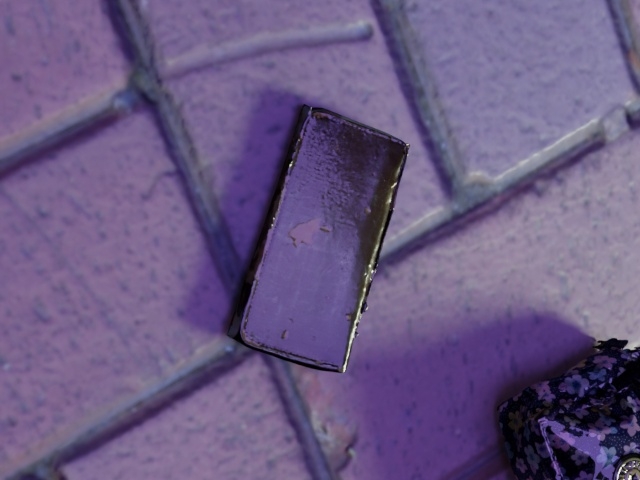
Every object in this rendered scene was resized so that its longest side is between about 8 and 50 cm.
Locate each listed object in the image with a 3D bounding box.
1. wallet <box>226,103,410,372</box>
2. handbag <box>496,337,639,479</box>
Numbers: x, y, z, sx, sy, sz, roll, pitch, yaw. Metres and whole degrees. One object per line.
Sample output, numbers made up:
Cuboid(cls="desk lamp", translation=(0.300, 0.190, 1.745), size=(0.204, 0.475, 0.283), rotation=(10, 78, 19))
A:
Cuboid(cls="wallet", translation=(0.000, 0.000, 1.517), size=(0.122, 0.031, 0.232), rotation=(19, 86, -24))
Cuboid(cls="handbag", translation=(0.301, 0.225, 1.655), size=(0.208, 0.127, 0.228), rotation=(-24, 99, -22))
